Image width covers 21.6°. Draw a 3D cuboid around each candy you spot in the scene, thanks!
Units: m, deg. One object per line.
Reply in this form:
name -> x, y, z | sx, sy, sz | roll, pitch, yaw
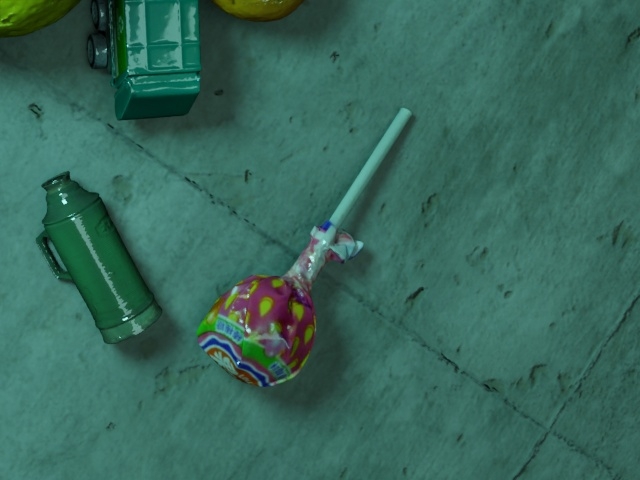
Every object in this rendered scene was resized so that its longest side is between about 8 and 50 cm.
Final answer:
candy -> 0.000, 0.000, 1.889 | 0.124, 0.124, 0.365 | 38, 77, -22

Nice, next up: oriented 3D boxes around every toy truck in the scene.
toy truck -> -0.180, -0.252, 1.755 | 0.114, 0.124, 0.253 | -6, 105, -20

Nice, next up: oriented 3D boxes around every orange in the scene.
orange -> -0.069, -0.298, 1.784 | 0.135, 0.117, 0.136 | 6, 78, -28

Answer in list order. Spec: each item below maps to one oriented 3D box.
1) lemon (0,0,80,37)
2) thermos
lemon -> -0.318, -0.323, 1.621 | 0.267, 0.267, 0.267 | -4, 102, -18
thermos -> -0.247, 0.014, 1.817 | 0.073, 0.083, 0.188 | -36, 110, -32
